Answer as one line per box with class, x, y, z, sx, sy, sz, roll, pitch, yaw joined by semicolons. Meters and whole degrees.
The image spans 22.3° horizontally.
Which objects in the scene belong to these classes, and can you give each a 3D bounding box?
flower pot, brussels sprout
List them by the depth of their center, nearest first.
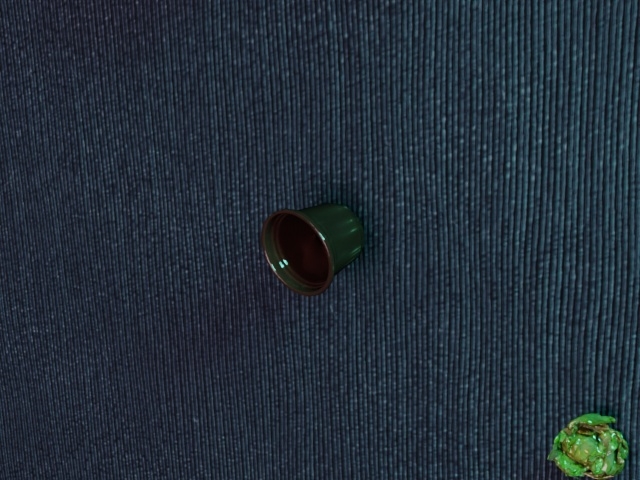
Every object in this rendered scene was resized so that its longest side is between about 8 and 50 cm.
brussels sprout;0.295;0.227;1.771;0.085;0.058;0.085;1;97;13
flower pot;0.000;0.000;1.919;0.111;0.089;0.111;22;125;35
